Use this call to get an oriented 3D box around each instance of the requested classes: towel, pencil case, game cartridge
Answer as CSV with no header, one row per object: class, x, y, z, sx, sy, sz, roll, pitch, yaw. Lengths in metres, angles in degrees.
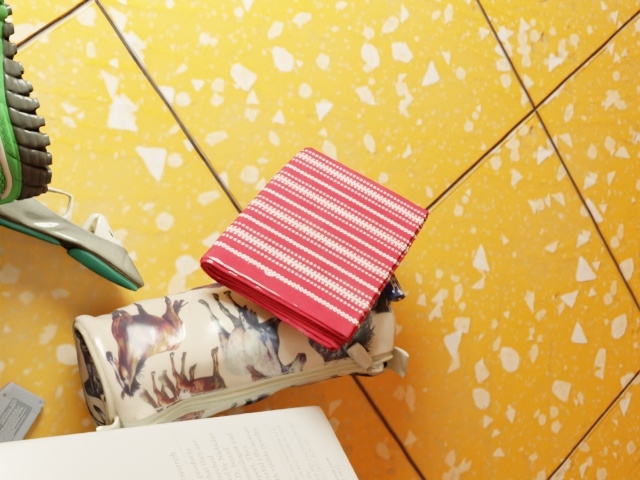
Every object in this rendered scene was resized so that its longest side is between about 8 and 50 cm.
towel,0.000,0.000,1.156,0.199,0.031,0.275,30,44,8
pencil case,-0.096,0.130,1.131,0.410,0.183,0.160,-13,124,-30
game cartridge,-0.361,0.207,1.078,0.056,0.017,0.083,40,73,-30

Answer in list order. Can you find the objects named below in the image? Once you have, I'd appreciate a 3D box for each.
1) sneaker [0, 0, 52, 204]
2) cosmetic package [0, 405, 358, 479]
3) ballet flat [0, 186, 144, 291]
sneaker,-0.366,-0.191,0.881,0.146,0.134,0.343,-20,102,-29
cosmetic package,-0.193,0.322,1.004,0.453,0.161,0.230,1,136,-38
ballet flat,-0.283,-0.013,1.081,0.213,0.072,0.068,31,73,-27
